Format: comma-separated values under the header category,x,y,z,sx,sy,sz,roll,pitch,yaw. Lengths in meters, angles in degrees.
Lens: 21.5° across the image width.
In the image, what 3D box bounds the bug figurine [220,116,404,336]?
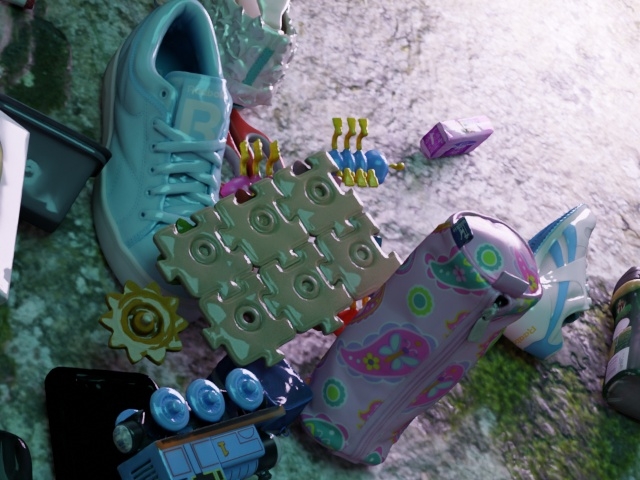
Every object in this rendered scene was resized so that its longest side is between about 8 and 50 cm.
category,x,y,z,sx,sy,sz,roll,pitch,yaw
bug figurine,0.000,0.000,1.806,0.216,0.072,0.279,5,63,-20

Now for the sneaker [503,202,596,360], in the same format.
category,x,y,z,sx,sy,sz,roll,pitch,yaw
sneaker,0.270,0.046,1.955,0.092,0.087,0.228,42,50,-6

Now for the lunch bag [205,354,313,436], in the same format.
category,x,y,z,sx,sy,sz,roll,pitch,yaw
lunch bag,-0.061,0.152,1.657,0.098,0.065,0.067,50,32,17

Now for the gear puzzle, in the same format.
category,x,y,z,sx,sy,sz,roll,pitch,yaw
gear puzzle,-0.075,0.043,1.665,0.339,0.044,0.175,-28,80,-37

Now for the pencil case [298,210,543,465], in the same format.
category,x,y,z,sx,sy,sz,roll,pitch,yaw
pencil case,0.096,0.098,1.645,0.124,0.284,0.124,31,30,-20

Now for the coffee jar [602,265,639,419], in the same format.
category,x,y,z,sx,sy,sz,roll,pitch,yaw
coffee jar,0.383,0.118,1.963,0.096,0.079,0.184,24,46,-9

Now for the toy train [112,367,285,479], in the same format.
category,x,y,z,sx,sy,sz,roll,pitch,yaw
toy train,-0.108,0.184,1.539,0.184,0.080,0.105,-10,72,-49

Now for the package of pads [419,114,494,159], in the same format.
category,x,y,z,sx,sy,sz,roll,pitch,yaw
package of pads,0.165,-0.126,2.046,0.083,0.050,0.032,-12,67,-39

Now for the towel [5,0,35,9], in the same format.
category,x,y,z,sx,sy,sz,roll,pitch,yaw
towel,-0.465,-0.391,1.870,0.329,0.037,0.237,16,48,-22

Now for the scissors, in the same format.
category,x,y,z,sx,sy,sz,roll,pitch,yaw
scissors,-0.116,-0.160,1.919,0.109,0.021,0.297,1,54,-30

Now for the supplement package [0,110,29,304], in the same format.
category,x,y,z,sx,sy,sz,roll,pitch,yaw
supplement package,-0.385,-0.044,1.502,0.194,0.149,0.203,39,36,-39

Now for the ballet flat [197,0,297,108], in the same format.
category,x,y,z,sx,sy,sz,roll,pitch,yaw
ballet flat,-0.085,-0.327,1.982,0.147,0.147,0.408,12,46,-25

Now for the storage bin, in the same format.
category,x,y,z,sx,sy,sz,roll,pitch,yaw
storage bin,-0.293,-0.072,1.684,0.135,0.098,0.091,29,72,-10

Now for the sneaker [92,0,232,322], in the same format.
category,x,y,z,sx,sy,sz,roll,pitch,yaw
sneaker,-0.154,-0.098,1.739,0.135,0.150,0.365,6,56,-28

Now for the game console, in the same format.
category,x,y,z,sx,sy,sz,roll,pitch,yaw
game console,-0.274,0.204,1.491,0.361,0.044,0.213,9,50,-29
